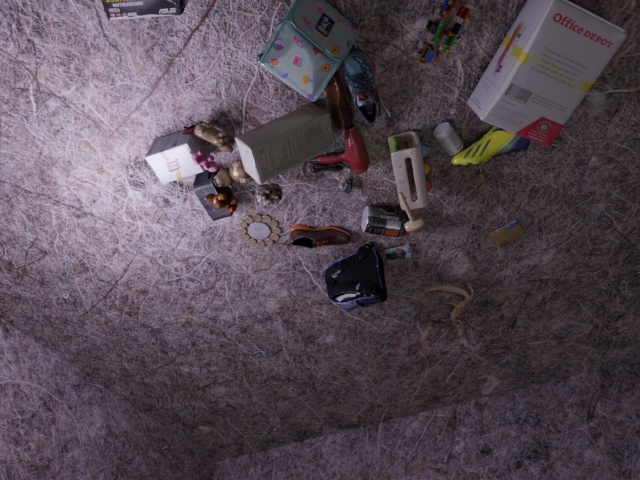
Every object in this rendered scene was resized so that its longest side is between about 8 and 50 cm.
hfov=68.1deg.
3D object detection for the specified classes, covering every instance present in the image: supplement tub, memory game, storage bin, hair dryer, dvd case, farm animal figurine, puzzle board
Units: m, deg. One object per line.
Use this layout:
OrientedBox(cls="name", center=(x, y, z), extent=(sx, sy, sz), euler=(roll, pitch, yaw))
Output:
OrientedBox(cls="supplement tub", center=(0.272, -0.077, 1.953), extent=(0.190, 0.117, 0.117), euler=(7, 131, -8))
OrientedBox(cls="memory game", center=(-0.264, -0.044, 2.050), extent=(0.186, 0.012, 0.186), euler=(-1, 132, -1))
OrientedBox(cls="storage bin", center=(-0.413, -0.181, 1.852), extent=(0.084, 0.122, 0.180), euler=(-14, 130, 11))
OrientedBox(cls="supplement tub", center=(0.466, -0.369, 1.725), extent=(0.071, 0.071, 0.107), euler=(-30, 125, 24))
OrientedBox(cls="hair dryer", center=(0.073, -0.303, 1.776), extent=(0.223, 0.080, 0.294), euler=(18, 129, -15))
OrientedBox(cls="dvd case", center=(0.353, 0.056, 2.141), extent=(0.119, 0.013, 0.087), euler=(-13, 131, 10))
OrientedBox(cls="farm animal figurine", center=(-0.314, -0.272, 1.724), extent=(0.326, 0.172, 0.331), euler=(-12, 100, -25))
OrientedBox(cls="puzzle board", center=(0.814, -0.033, 2.066), extent=(0.128, 0.011, 0.096), euler=(-32, 123, 25))

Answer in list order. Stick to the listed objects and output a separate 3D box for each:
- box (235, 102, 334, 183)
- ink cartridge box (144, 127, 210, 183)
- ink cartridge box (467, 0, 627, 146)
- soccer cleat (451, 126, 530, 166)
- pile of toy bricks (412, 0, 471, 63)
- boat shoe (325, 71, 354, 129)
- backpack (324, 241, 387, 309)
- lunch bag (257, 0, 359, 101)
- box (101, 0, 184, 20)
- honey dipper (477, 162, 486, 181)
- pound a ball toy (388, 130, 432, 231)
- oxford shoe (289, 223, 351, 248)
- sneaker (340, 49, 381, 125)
OrientedBox(cls="box", center=(-0.117, -0.334, 1.620), extent=(0.311, 0.121, 0.148), euler=(-28, 134, -20))
OrientedBox(cls="ink cartridge box", center=(-0.521, -0.311, 1.733), extent=(0.176, 0.128, 0.127), euler=(-13, 131, 13))
OrientedBox(cls="ink cartridge box", center=(0.698, -0.534, 1.495), extent=(0.279, 0.160, 0.385), euler=(17, 123, -15))
OrientedBox(cls="soccer cleat", center=(0.614, -0.349, 1.732), extent=(0.288, 0.093, 0.121), euler=(-16, 99, 6))
OrientedBox(cls="pile of toy bricks", center=(0.396, -0.639, 1.476), extent=(0.105, 0.118, 0.212), euler=(-2, 131, -43))
OrientedBox(cls="boat shoe", center=(0.069, -0.486, 1.627), extent=(0.073, 0.073, 0.207), euler=(-35, 138, -20))
OrientedBox(cls="backpack", center=(0.159, 0.184, 2.111), extent=(0.263, 0.277, 0.213), euler=(-15, 143, 17))
OrientedBox(cls="lunch bag", center=(-0.035, -0.603, 1.460), extent=(0.223, 0.160, 0.262), euler=(32, 113, -21))
OrientedBox(cls="box", center=(-0.535, -0.754, 1.386), extent=(0.230, 0.056, 0.183), euler=(-3, 132, 2))
OrientedBox(cls="honey dipper", center=(0.613, -0.296, 1.820), extent=(0.030, 0.031, 0.161), euler=(-15, 127, 12))
OrientedBox(cls="pound a ball toy", center=(0.350, -0.218, 1.767), extent=(0.135, 0.208, 0.319), euler=(-12, 130, 10))
OrientedBox(cls="oxford shoe", center=(0.000, 0.000, 2.031), extent=(0.271, 0.098, 0.097), euler=(3, 132, -3))
OrientedBox(cls="sneaker", center=(0.147, -0.501, 1.569), extent=(0.104, 0.125, 0.262), euler=(-20, 129, 16))
